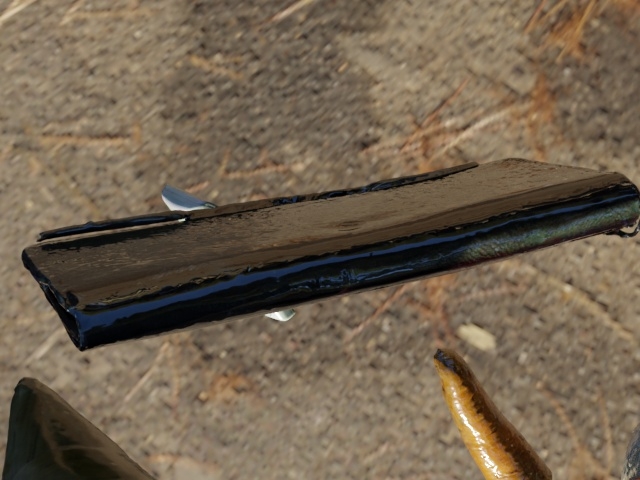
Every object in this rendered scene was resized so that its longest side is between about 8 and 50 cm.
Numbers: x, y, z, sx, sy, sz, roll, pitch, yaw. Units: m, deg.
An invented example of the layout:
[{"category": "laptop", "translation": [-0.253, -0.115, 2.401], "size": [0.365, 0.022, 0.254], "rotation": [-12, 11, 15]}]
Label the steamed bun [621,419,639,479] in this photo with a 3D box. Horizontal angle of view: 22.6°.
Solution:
[{"category": "steamed bun", "translation": [0.359, 0.242, 1.331], "size": [0.283, 0.177, 0.283], "rotation": [49, 158, 28]}]

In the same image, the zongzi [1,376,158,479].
[{"category": "zongzi", "translation": [-0.025, 0.184, 0.787], "size": [0.323, 0.360, 0.160], "rotation": [-14, 140, 9]}]

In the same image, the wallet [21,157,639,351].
[{"category": "wallet", "translation": [0.000, 0.000, 0.894], "size": [0.318, 0.172, 0.045], "rotation": [-11, 104, -17]}]

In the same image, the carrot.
[{"category": "carrot", "translation": [0.160, 0.178, 1.574], "size": [0.061, 0.061, 0.209], "rotation": [-15, 127, 28]}]

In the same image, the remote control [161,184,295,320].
[{"category": "remote control", "translation": [-0.085, 0.013, 1.451], "size": [0.065, 0.029, 0.166], "rotation": [23, 155, 47]}]
